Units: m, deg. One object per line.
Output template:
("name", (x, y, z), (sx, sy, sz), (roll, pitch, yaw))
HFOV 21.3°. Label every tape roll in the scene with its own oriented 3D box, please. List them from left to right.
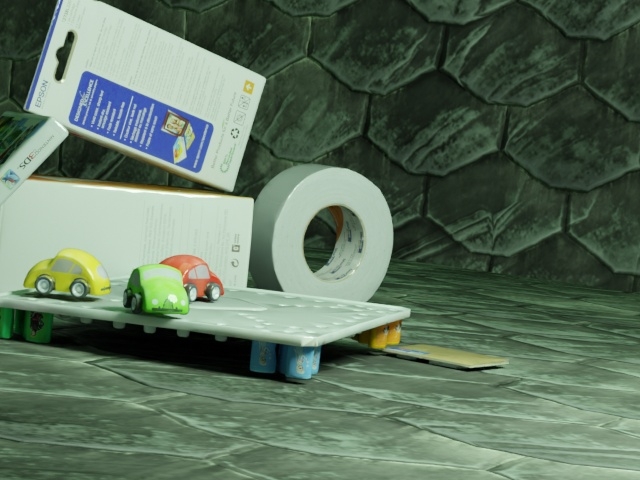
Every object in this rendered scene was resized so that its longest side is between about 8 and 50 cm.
("tape roll", (0.000, 0.000, 2.462), (0.219, 0.219, 0.072), (3, 5, -37))

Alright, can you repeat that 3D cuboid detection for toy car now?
("toy car", (-0.196, 0.045, 1.896), (0.239, 0.053, 0.225), (3, 4, -22))

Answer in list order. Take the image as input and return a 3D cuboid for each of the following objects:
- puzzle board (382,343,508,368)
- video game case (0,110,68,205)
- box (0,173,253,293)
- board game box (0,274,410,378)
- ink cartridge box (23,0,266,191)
("puzzle board", (0.154, 0.144, 2.095), (0.128, 0.011, 0.096), (8, 5, 35))
("video game case", (-0.465, -0.046, 2.170), (0.036, 0.300, 0.329), (45, -10, -18))
("box", (-0.291, 0.002, 2.336), (0.345, 0.168, 0.215), (4, 4, -21))
("board game box", (-0.130, 0.096, 2.001), (0.390, 0.050, 0.390), (6, 5, 18))
("ink cartridge box", (-0.246, -0.204, 2.343), (0.371, 0.176, 0.069), (22, -7, -43))
